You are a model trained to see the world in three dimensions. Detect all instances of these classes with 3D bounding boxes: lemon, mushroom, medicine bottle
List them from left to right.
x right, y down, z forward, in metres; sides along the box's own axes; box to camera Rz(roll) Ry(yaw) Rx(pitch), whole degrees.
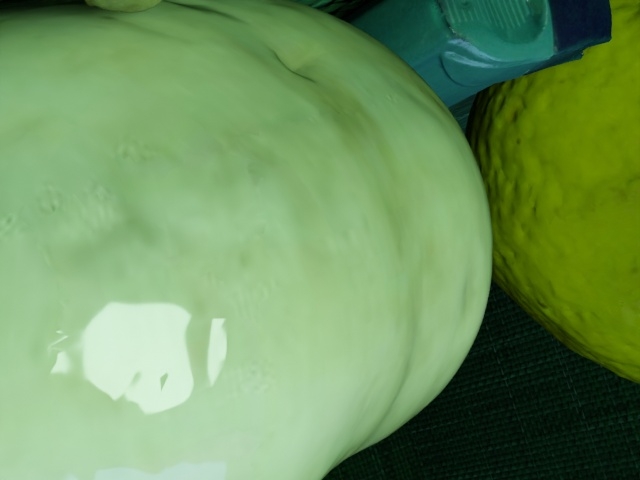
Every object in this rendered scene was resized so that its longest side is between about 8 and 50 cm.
[{"bbox_3d":[-0.082,0.032,0.535,0.325,0.353,0.353,-39,173,2],"label":"mushroom"},{"bbox_3d":[0.049,-0.110,0.797,0.124,0.079,0.258,-14,173,-42],"label":"medicine bottle"},{"bbox_3d":[0.254,-0.048,0.895,0.336,0.336,0.336,-18,174,-2],"label":"lemon"}]

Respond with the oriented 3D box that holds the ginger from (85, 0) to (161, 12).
[{"bbox_3d":[-0.036,-0.139,0.350,0.089,0.075,0.288,-21,172,-25],"label":"ginger"}]
